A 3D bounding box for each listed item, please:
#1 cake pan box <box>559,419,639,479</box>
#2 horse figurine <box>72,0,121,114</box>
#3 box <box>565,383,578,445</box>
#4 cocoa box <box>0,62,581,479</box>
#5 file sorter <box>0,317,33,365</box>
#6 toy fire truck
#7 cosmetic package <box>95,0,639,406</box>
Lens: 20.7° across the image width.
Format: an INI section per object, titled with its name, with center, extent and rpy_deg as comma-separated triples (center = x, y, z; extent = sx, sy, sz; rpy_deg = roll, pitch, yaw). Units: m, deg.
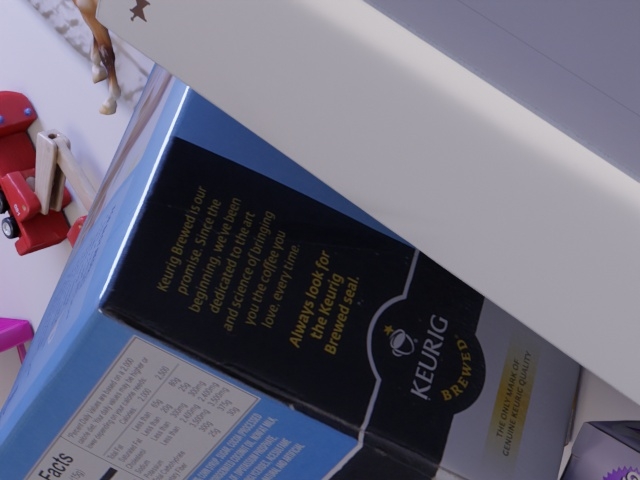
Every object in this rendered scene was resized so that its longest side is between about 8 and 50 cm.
[cake pan box]
center = 0.171, 0.209, 0.877
extent = 0.070, 0.245, 0.267
rpy_deg = 28, 102, 36
[horse figurine]
center = -0.134, -0.163, 1.301
extent = 0.263, 0.066, 0.175
rpy_deg = 30, 135, 43
[box]
center = 0.109, 0.072, 1.135
extent = 0.136, 0.028, 0.081
rpy_deg = 34, 131, 41
[cocoa box]
center = 0.000, 0.000, 0.922
extent = 0.228, 0.347, 0.231
rpy_deg = 27, 142, -11
[file sorter]
center = -0.421, 0.204, 1.653
extent = 0.202, 0.290, 0.182
rpy_deg = 2, 111, 51
[toy fire truck]
center = -0.234, -0.051, 1.494
extent = 0.135, 0.047, 0.192
rpy_deg = -33, 79, 53
[cosmetic package]
center = 0.138, -0.077, 0.751
extent = 0.377, 0.284, 0.097
rpy_deg = 36, 134, 20
